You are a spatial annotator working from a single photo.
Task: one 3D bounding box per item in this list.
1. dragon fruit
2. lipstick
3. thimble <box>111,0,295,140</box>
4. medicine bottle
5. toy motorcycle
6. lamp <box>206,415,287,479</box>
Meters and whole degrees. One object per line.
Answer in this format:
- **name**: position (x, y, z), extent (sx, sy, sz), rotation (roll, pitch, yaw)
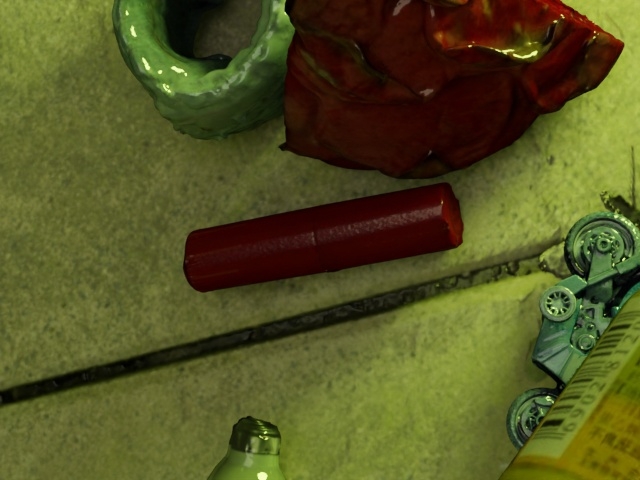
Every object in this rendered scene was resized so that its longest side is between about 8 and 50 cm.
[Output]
- **dragon fruit**: position (0.100, -0.152, 1.678), extent (0.228, 0.329, 0.286), rotation (38, 94, 14)
- **lipstick**: position (0.000, -0.001, 1.819), extent (0.279, 0.073, 0.073), rotation (-10, 79, 18)
- **thimble**: position (-0.096, -0.224, 1.830), extent (0.204, 0.172, 0.250), rotation (19, 87, 19)
- **medicine bottle**: position (0.328, 0.142, 1.541), extent (0.224, 0.224, 0.384), rotation (29, 64, 20)
- **toy motorcycle**: position (0.267, 0.093, 1.704), extent (0.135, 0.092, 0.254), rotation (17, 78, 12)
- **lamp**: position (-0.078, 0.298, 1.785), extent (0.101, 0.101, 0.250), rotation (9, 92, 20)
